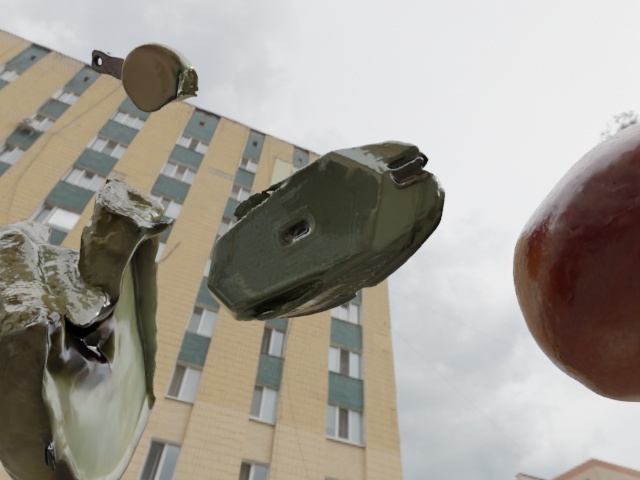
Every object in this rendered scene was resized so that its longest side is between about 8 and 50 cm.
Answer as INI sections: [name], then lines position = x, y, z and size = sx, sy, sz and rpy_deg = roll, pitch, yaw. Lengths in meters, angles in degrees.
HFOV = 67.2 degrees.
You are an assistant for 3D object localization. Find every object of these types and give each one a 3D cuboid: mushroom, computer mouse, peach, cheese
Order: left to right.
[mushroom]
position = -0.254, 0.099, 0.441
size = 0.212, 0.217, 0.292
rpy_deg = 22, -65, -2
[cheese]
position = -0.251, -0.228, 0.678
size = 0.171, 0.047, 0.092
rpy_deg = 3, -72, 22
[computer mouse]
position = 0.004, 0.000, 0.807
size = 0.429, 0.228, 0.145
rpy_deg = -29, -34, 17
[peach]
position = 0.376, 0.018, 0.537
size = 0.308, 0.308, 0.332
rpy_deg = 0, -46, 4
